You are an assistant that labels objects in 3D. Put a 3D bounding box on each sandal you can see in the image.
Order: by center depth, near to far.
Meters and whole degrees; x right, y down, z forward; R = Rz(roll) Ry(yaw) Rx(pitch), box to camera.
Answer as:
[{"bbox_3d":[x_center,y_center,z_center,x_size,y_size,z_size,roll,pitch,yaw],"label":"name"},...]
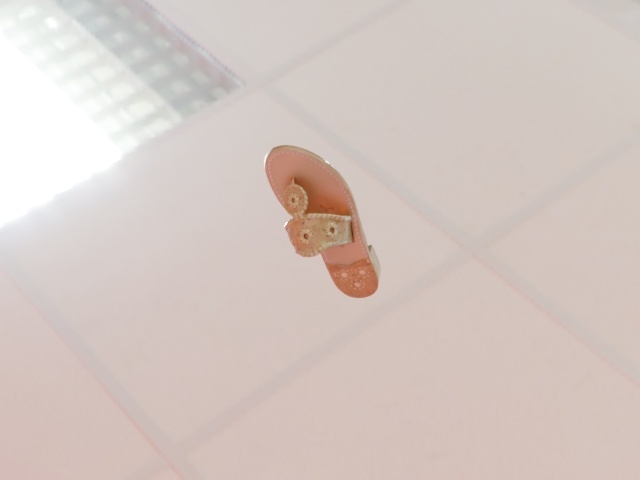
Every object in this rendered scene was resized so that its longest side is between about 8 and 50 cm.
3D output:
[{"bbox_3d":[0.006,-0.002,1.498,0.088,0.240,0.079,-14,-141,23],"label":"sandal"}]
